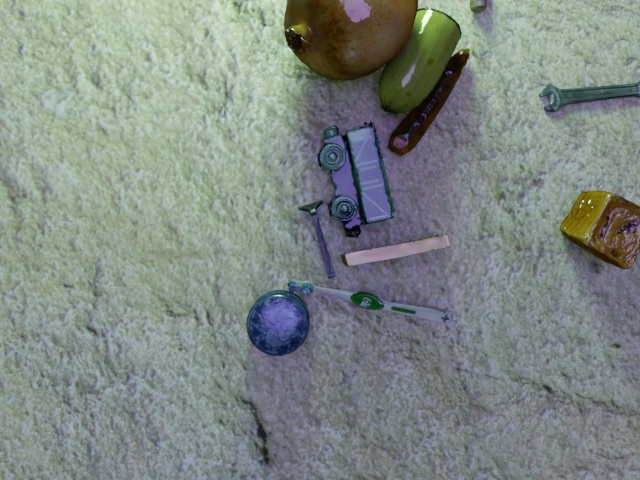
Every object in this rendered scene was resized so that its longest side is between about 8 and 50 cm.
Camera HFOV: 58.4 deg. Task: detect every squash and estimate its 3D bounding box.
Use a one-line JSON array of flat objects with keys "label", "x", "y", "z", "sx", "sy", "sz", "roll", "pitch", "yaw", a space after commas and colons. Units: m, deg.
[{"label": "squash", "x": 0.222, "y": -0.406, "z": 1.347, "sx": 0.132, "sy": 0.132, "sz": 0.247, "roll": 27, "pitch": 84, "yaw": -3}]

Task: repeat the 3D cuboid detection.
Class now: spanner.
[{"label": "spanner", "x": 0.699, "y": -0.371, "z": 1.440, "sx": 0.301, "sy": 0.017, "sz": 0.071, "roll": -8, "pitch": 90, "yaw": -2}]

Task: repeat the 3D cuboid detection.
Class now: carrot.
[{"label": "carrot", "x": 0.272, "y": -0.344, "z": 1.399, "sx": 0.066, "sy": 0.066, "sz": 0.314, "roll": 35, "pitch": 85, "yaw": -2}]

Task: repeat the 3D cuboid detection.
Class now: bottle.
[{"label": "bottle", "x": 0.387, "y": -0.615, "z": 1.409, "sx": 0.045, "sy": 0.045, "sz": 0.097, "roll": -1, "pitch": 91, "yaw": -3}]

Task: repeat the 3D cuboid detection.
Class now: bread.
[{"label": "bread", "x": 0.689, "y": -0.034, "z": 1.377, "sx": 0.158, "sy": 0.143, "sz": 0.149, "roll": 33, "pitch": 95, "yaw": -3}]

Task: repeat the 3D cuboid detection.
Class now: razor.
[{"label": "razor", "x": 0.000, "y": 0.000, "z": 1.393, "sx": 0.066, "sy": 0.033, "sz": 0.190, "roll": -16, "pitch": 91, "yaw": -2}]

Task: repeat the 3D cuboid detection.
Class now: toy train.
[{"label": "toy train", "x": 0.081, "y": -0.146, "z": 1.358, "sx": 0.154, "sy": 0.115, "sz": 0.270, "roll": -12, "pitch": 90, "yaw": 2}]

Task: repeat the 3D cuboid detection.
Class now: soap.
[{"label": "soap", "x": 0.176, "y": 0.024, "z": 1.373, "sx": 0.251, "sy": 0.092, "sz": 0.037, "roll": -11, "pitch": 88, "yaw": -3}]

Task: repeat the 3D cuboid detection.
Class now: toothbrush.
[{"label": "toothbrush", "x": 0.124, "y": 0.149, "z": 1.402, "sx": 0.417, "sy": 0.040, "sz": 0.042, "roll": 12, "pitch": 105, "yaw": -7}]

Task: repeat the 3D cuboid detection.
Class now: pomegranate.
[{"label": "pomegranate", "x": 0.055, "y": -0.498, "z": 1.258, "sx": 0.318, "sy": 0.319, "sz": 0.320, "roll": 0, "pitch": 90, "yaw": -3}]

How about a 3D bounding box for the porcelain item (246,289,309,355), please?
[{"label": "porcelain item", "x": -0.098, "y": 0.192, "z": 1.348, "sx": 0.147, "sy": 0.114, "sz": 0.147, "roll": 0, "pitch": 90, "yaw": -2}]
